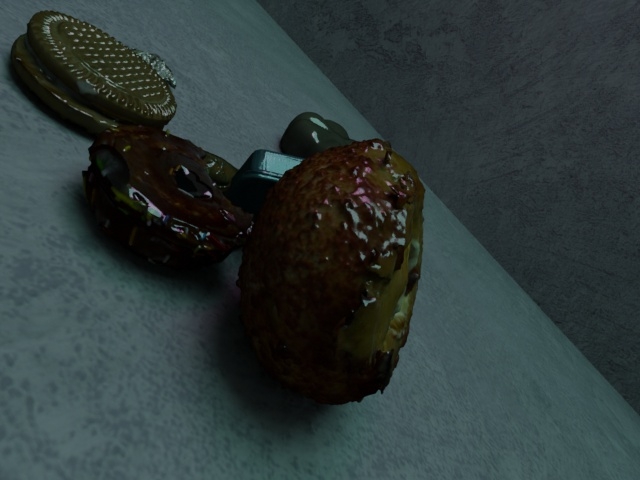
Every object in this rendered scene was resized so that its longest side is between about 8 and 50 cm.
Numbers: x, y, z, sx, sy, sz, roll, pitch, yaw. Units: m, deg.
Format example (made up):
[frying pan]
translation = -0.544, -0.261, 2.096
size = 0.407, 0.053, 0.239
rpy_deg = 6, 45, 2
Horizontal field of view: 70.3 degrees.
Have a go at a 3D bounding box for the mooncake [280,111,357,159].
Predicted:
[mooncake]
translation = 0.015, -0.245, 1.279
size = 0.274, 0.135, 0.275
rpy_deg = 33, 28, -20

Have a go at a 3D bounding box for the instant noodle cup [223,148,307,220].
[instant noodle cup]
translation = -0.075, -0.086, 0.745
size = 0.157, 0.179, 0.070
rpy_deg = 9, 71, -26

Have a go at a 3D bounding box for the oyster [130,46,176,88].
[oyster]
translation = -0.360, -0.378, 0.980
size = 0.100, 0.037, 0.098
rpy_deg = 23, 30, -42

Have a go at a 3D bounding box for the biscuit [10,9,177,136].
[biscuit]
translation = -0.354, -0.260, 0.733
size = 0.259, 0.079, 0.259
rpy_deg = 38, 22, -19

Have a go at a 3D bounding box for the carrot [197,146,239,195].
[carrot]
translation = -0.161, -0.105, 0.821
size = 0.342, 0.070, 0.070
rpy_deg = 21, 32, -47

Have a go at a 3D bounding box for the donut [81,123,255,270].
[donut]
translation = -0.204, -0.051, 0.607
size = 0.230, 0.096, 0.216
rpy_deg = 47, 25, 6

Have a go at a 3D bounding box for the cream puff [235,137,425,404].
[cream puff]
translation = 0.014, 0.037, 0.594
size = 0.228, 0.351, 0.350
rpy_deg = 10, 13, 19
